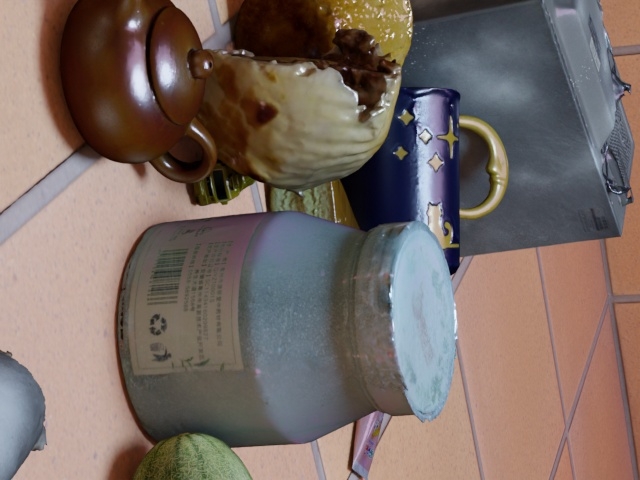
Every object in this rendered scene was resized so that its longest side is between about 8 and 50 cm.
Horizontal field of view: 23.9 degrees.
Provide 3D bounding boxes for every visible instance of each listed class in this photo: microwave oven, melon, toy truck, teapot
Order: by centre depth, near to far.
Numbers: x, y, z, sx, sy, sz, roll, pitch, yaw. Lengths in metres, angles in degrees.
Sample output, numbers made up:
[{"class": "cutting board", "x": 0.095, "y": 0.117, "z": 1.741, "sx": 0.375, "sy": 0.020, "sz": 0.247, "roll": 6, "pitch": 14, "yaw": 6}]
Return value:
[{"class": "teapot", "x": -0.158, "y": -0.148, "z": 1.456, "sx": 0.252, "sy": 0.135, "sz": 0.178, "roll": 65, "pitch": 34, "yaw": -42}, {"class": "melon", "x": -0.121, "y": 0.283, "z": 1.473, "sx": 0.139, "sy": 0.139, "sz": 0.192, "roll": -12, "pitch": 93, "yaw": -69}, {"class": "toy truck", "x": -0.108, "y": -0.070, "z": 1.677, "sx": 0.083, "sy": 0.054, "sz": 0.049, "roll": -40, "pitch": 123, "yaw": -64}, {"class": "microwave oven", "x": 0.271, "y": -0.219, "z": 2.264, "sx": 0.236, "sy": 0.374, "sz": 0.432, "roll": -69, "pitch": 144, "yaw": -45}]

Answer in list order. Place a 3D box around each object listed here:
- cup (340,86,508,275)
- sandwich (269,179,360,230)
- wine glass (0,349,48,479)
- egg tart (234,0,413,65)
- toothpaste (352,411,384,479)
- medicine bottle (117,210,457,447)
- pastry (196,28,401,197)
[{"class": "cup", "x": 0.150, "y": -0.077, "z": 2.081, "sx": 0.178, "sy": 0.255, "sz": 0.256, "roll": 175, "pitch": -87, "yaw": -86}, {"class": "sandwich", "x": 0.000, "y": 0.000, "z": 1.899, "sx": 0.244, "sy": 0.090, "sz": 0.088, "roll": 65, "pitch": 25, "yaw": -49}, {"class": "wine glass", "x": -0.284, "y": 0.159, "z": 1.106, "sx": 0.204, "sy": 0.111, "sz": 0.111, "roll": -43, "pitch": 126, "yaw": -63}, {"class": "egg tart", "x": -0.007, "y": -0.256, "z": 1.807, "sx": 0.147, "sy": 0.202, "sz": 0.203, "roll": -25, "pitch": 111, "yaw": -54}, {"class": "toothpaste", "x": 0.072, "y": 0.235, "z": 2.121, "sx": 0.067, "sy": 0.042, "sz": 0.194, "roll": 51, "pitch": 46, "yaw": -59}, {"class": "medicine bottle", "x": -0.025, "y": 0.091, "z": 1.540, "sx": 0.245, "sy": 0.290, "sz": 0.245, "roll": -4, "pitch": 90, "yaw": -68}, {"class": "pastry", "x": -0.039, "y": -0.132, "z": 1.606, "sx": 0.256, "sy": 0.236, "sz": 0.170, "roll": -109, "pitch": -161, "yaw": -76}]
